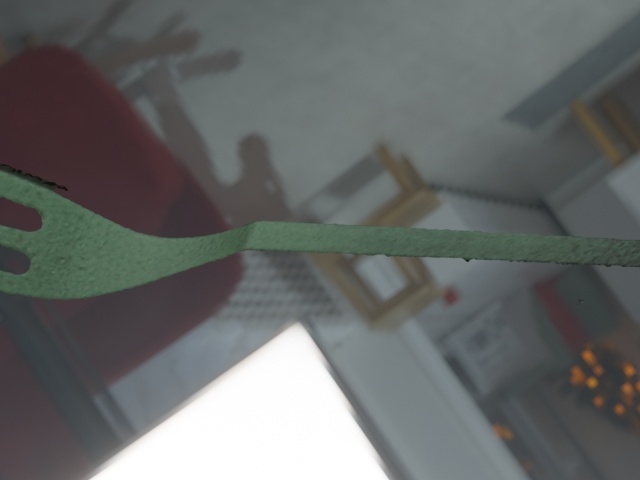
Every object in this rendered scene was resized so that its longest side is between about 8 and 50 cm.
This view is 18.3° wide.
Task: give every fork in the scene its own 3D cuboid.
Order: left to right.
[{"bbox_3d":[0.000,0.002,0.517,0.235,0.021,0.039,4,134,-22],"label":"fork"}]
